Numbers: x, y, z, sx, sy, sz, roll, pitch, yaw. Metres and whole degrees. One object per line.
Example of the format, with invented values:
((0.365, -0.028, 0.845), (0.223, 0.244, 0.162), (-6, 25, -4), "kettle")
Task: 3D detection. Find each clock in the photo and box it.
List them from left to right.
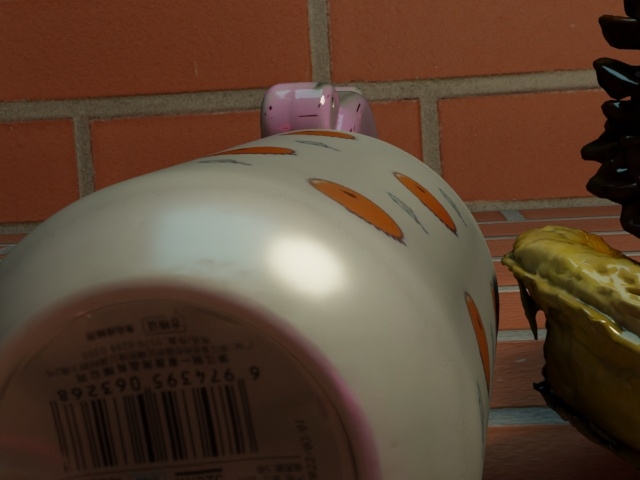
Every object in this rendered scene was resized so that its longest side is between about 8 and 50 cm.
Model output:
((0.000, 0.000, 0.867), (0.090, 0.248, 0.227), (0, 7, 11), "clock")

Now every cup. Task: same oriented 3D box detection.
((-0.025, 0.058, 0.500), (0.212, 0.212, 0.317), (-2, 7, 10), "cup")

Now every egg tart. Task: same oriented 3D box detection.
((0.201, 0.072, 0.594), (0.241, 0.106, 0.241), (26, 7, -3), "egg tart")

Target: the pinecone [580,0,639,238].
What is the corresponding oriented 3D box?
((0.374, -0.110, 0.706), (0.398, 0.397, 0.398), (-3, 6, 0), "pinecone")
